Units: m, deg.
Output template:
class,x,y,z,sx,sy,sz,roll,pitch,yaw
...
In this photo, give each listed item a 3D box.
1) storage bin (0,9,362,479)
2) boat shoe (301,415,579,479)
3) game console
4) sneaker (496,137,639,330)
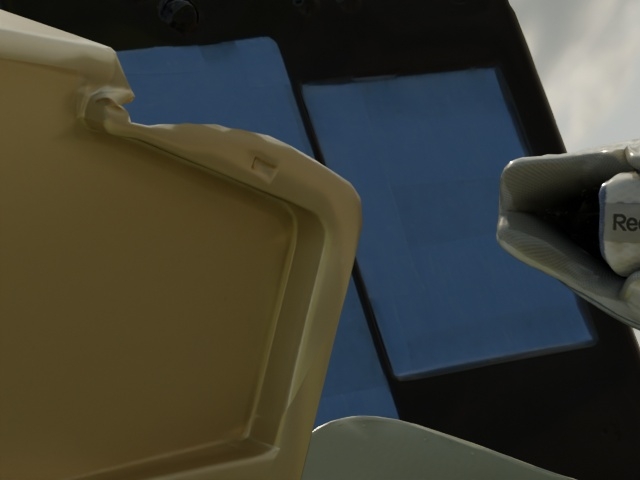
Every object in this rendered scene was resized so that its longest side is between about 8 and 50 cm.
class,x,y,z,sx,sy,sz,roll,pitch,yaw
storage bin,-0.145,0.057,0.446,0.123,0.262,0.260,5,-77,-45
boat shoe,0.088,0.131,0.636,0.081,0.228,0.079,106,-173,-48
game console,0.000,0.000,1.015,0.342,0.386,0.060,-10,-18,-24
sneaker,0.176,0.008,0.685,0.297,0.129,0.111,-3,78,59
